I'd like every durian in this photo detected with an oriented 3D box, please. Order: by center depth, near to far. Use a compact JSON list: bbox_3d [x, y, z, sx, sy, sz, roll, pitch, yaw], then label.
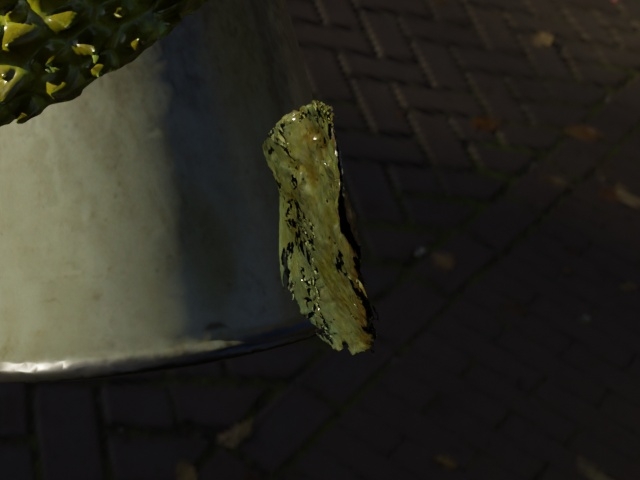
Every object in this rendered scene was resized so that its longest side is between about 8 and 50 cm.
[{"bbox_3d":[-0.083,-0.079,0.473,0.215,0.100,0.086,-33,86,0],"label":"durian"}]

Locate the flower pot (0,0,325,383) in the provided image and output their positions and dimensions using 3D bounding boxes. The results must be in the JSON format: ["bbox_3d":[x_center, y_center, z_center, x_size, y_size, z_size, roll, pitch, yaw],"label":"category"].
[{"bbox_3d":[-0.136,-0.085,1.091,0.293,0.330,0.293,-7,7,1],"label":"flower pot"}]

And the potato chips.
[{"bbox_3d":[0.000,0.000,0.864,0.026,0.209,0.142,-22,93,-14],"label":"potato chips"}]
